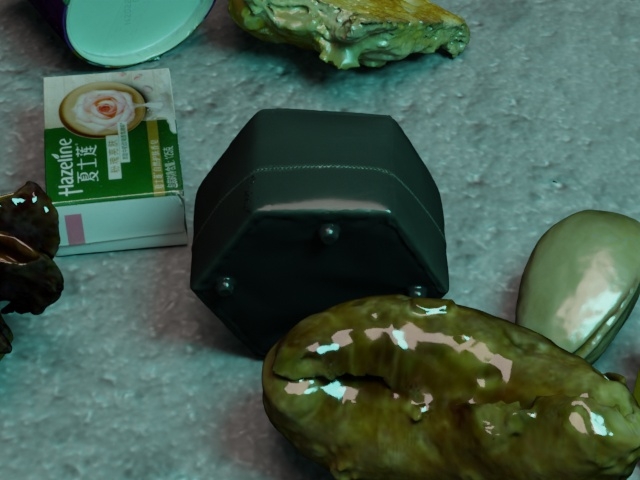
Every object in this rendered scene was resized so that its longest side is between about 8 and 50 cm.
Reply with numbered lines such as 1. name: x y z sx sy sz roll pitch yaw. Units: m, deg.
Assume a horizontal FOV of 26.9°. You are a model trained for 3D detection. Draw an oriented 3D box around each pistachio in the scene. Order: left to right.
1. pistachio: 0.238 0.052 1.226 0.126 0.108 0.185 -2 47 51

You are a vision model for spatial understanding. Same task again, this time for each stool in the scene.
1. stool: 0.000 0.000 1.197 0.232 0.232 0.141 0 48 -3

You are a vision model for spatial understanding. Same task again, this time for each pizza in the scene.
1. pizza: 0.003 -0.259 1.513 0.323 0.089 0.223 22 28 9

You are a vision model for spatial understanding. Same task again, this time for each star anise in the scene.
1. star anise: -0.321 0.050 1.202 0.220 0.126 0.190 -22 45 15

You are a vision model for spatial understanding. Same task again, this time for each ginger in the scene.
1. ginger: 0.112 0.132 1.099 0.321 0.172 0.165 6 86 21

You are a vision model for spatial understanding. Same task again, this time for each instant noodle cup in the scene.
1. instant noodle cup: -0.237 -0.325 1.489 0.251 0.251 0.190 -22 59 -22

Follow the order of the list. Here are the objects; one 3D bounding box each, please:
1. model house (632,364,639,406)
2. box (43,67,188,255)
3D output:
1. model house: 0.366 0.106 1.022 0.323 0.300 0.340 16 14 40
2. box: -0.209 -0.083 1.358 0.135 0.081 0.199 -6 45 -8
